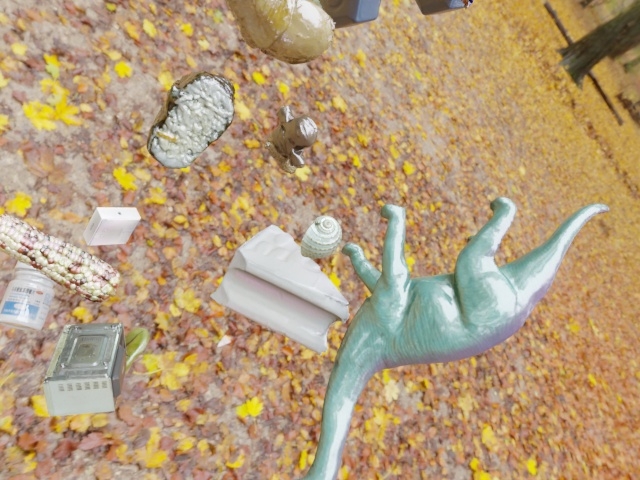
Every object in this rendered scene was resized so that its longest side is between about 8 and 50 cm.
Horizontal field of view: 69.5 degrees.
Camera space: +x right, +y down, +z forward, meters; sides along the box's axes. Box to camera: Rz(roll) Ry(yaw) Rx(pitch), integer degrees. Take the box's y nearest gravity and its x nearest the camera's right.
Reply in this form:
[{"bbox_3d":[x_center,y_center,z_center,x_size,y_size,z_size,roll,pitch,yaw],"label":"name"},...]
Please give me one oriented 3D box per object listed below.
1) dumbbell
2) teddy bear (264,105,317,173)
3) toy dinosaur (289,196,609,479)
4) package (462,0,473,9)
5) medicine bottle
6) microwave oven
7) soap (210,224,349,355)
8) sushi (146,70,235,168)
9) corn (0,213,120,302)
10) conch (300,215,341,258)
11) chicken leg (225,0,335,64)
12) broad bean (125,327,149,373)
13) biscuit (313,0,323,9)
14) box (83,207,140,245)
[{"bbox_3d":[0.153,-0.508,0.895,0.324,0.160,0.144,-20,52,-26],"label":"dumbbell"},{"bbox_3d":[-0.066,-0.184,0.863,0.077,0.160,0.120,-16,88,-27],"label":"teddy bear"},{"bbox_3d":[0.144,0.126,0.508,0.129,0.383,0.331,54,33,-58],"label":"toy dinosaur"},{"bbox_3d":[0.267,-0.458,0.816,0.033,0.077,0.111,14,57,-25],"label":"package"},{"bbox_3d":[-0.706,0.128,1.123,0.105,0.105,0.168,25,60,-34],"label":"medicine bottle"},{"bbox_3d":[-0.569,0.304,1.133,0.162,0.129,0.205,-2,29,-15],"label":"microwave oven"},{"bbox_3d":[-0.065,0.105,1.110,0.302,0.159,0.258,27,19,6],"label":"soap"},{"bbox_3d":[-0.428,-0.396,1.513,0.210,0.350,0.171,30,20,-29],"label":"sushi"},{"bbox_3d":[-0.561,0.042,0.980,0.280,0.092,0.092,36,45,-28],"label":"corn"},{"bbox_3d":[0.003,0.001,0.783,0.056,0.085,0.076,31,53,28],"label":"conch"},{"bbox_3d":[-0.075,-0.244,0.436,0.198,0.069,0.085,38,0,-22],"label":"chicken leg"},{"bbox_3d":[-0.591,0.351,1.364,0.072,0.207,0.153,35,12,-37],"label":"broad bean"},{"bbox_3d":[-0.040,-0.586,1.155,0.040,0.121,0.200,28,38,-64],"label":"biscuit"},{"bbox_3d":[-0.668,-0.044,1.477,0.129,0.130,0.051,-4,52,-52],"label":"box"}]
